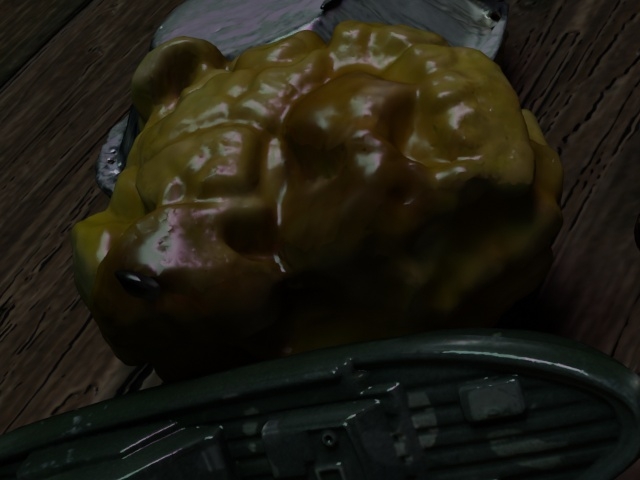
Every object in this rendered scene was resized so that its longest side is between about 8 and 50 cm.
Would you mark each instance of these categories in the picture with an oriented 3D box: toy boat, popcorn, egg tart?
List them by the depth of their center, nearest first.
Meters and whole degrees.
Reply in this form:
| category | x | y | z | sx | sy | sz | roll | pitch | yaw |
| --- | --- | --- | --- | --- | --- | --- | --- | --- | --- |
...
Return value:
| category | x | y | z | sx | sy | sz | roll | pitch | yaw |
| --- | --- | --- | --- | --- | --- | --- | --- | --- | --- |
| toy boat | -0.007 | 0.080 | 0.615 | 0.261 | 0.078 | 0.085 | -12 | 14 | 24 |
| popcorn | -0.005 | -0.009 | 0.706 | 0.194 | 0.140 | 0.163 | -24 | 33 | -4 |
| egg tart | -0.016 | -0.090 | 0.903 | 0.234 | 0.094 | 0.234 | -20 | 29 | 11 |

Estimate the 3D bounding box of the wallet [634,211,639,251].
| category | x | y | z | sx | sy | sz | roll | pitch | yaw |
| --- | --- | --- | --- | --- | --- | --- | --- | --- | --- |
| wallet | 0.212 | 0.022 | 0.602 | 0.137 | 0.031 | 0.255 | -26 | 28 | -6 |
